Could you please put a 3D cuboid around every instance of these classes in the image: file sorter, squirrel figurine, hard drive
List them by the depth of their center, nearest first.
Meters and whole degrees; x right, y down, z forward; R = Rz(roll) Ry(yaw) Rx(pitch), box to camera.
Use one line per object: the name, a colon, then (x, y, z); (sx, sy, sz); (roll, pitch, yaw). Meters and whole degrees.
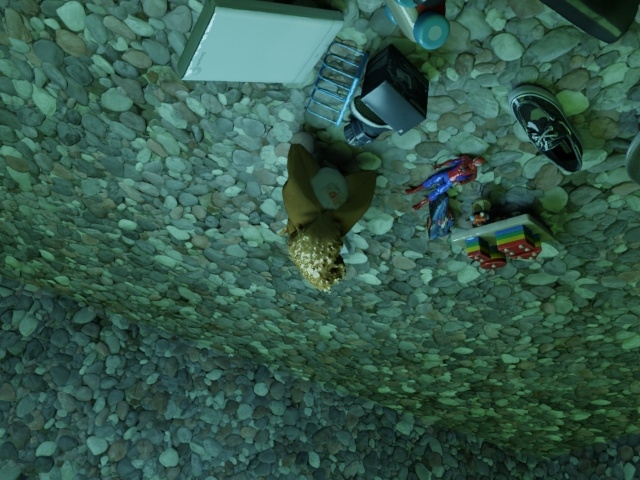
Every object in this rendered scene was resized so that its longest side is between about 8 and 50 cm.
hard drive: (-0.141, -0.469, 1.336); (0.352, 0.047, 0.233); (-10, 160, -37)
file sorter: (0.042, -0.413, 1.468); (0.104, 0.118, 0.170); (22, 142, -4)
squirrel figurine: (-0.028, -0.042, 1.764); (0.280, 0.397, 0.370); (12, 158, -15)

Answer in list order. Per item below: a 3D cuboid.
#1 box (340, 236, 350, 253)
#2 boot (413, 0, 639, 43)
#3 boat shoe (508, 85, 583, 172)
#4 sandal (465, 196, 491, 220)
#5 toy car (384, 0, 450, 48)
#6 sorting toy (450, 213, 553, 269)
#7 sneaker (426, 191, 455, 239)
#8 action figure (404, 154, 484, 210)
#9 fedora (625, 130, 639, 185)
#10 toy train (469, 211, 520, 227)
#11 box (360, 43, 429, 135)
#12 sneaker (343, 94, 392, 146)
box: (0.000, 0.000, 2.090); (0.186, 0.038, 0.145); (-7, 139, 23)
boot: (0.400, -0.497, 1.063); (0.444, 0.367, 0.146); (26, 159, -19)
boat shoe: (0.604, -0.287, 1.481); (0.108, 0.102, 0.301); (-25, 130, 39)
sandal: (0.506, -0.107, 1.784); (0.072, 0.049, 0.180); (-5, 160, 5)
toy car: (0.247, -0.568, 1.183); (0.237, 0.219, 0.210); (-35, 128, 10)
sorting toy: (0.601, 0.020, 1.820); (0.257, 0.090, 0.255); (-18, 156, 34)
sneaker: (0.403, -0.087, 1.838); (0.087, 0.083, 0.221); (-5, 147, 1)
action figure: (0.360, -0.176, 1.673); (0.280, 0.092, 0.139); (-31, 170, 41)
fedora: (0.896, -0.268, 1.401); (0.243, 0.124, 0.276); (16, 135, -8)
toy train: (0.556, -0.056, 1.796); (0.166, 0.046, 0.125); (-3, 165, -6)
box: (0.194, -0.384, 1.428); (0.156, 0.158, 0.093); (35, 138, -28)
sneaker: (0.109, -0.323, 1.534); (0.163, 0.086, 0.226); (-16, 168, 37)
